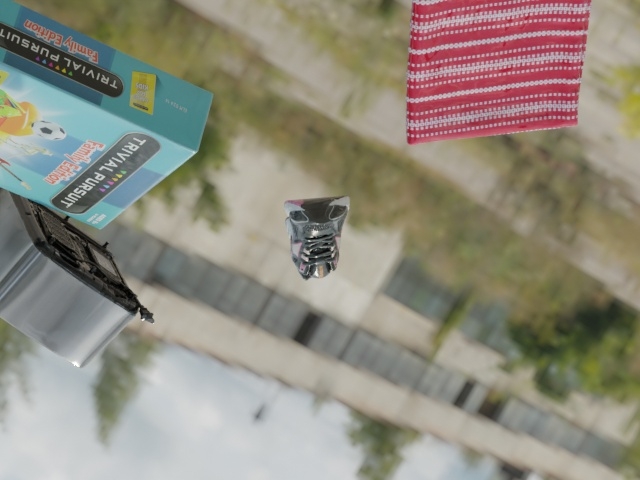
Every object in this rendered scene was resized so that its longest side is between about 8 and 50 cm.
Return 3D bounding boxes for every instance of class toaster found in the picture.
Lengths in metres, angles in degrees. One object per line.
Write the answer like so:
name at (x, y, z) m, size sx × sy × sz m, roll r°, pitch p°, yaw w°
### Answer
toaster at (-0.309, 0.046, 2.320) m, size 0.168 × 0.110 × 0.186 m, roll 36°, pitch -170°, yaw -34°

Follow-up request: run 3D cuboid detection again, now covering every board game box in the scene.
board game box at (-0.321, -0.145, 2.093) m, size 0.336 × 0.079 × 0.254 m, roll 24°, pitch 151°, yaw -21°

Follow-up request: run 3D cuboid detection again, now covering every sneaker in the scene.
sneaker at (0.000, 0.000, 2.138) m, size 0.072 × 0.077 × 0.178 m, roll -7°, pitch 169°, yaw -1°

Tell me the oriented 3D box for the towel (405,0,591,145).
towel at (0.189, -0.224, 2.064) m, size 0.199 × 0.275 × 0.031 m, roll -6°, pitch -143°, yaw -11°
